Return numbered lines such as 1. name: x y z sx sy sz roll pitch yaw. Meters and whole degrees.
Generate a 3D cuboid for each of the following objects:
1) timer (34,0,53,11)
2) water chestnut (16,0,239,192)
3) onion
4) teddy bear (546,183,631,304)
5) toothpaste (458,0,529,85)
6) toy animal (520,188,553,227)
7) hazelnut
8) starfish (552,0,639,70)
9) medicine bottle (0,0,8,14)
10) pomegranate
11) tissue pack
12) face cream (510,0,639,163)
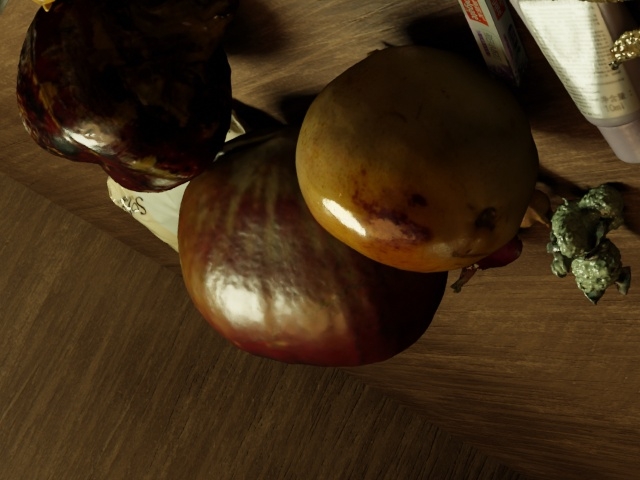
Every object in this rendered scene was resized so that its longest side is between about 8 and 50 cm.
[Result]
1. timer: -0.345 -0.378 1.867 0.132 0.152 0.132 24 165 7
2. water chestnut: -0.247 -0.236 1.985 0.347 0.335 0.335 -24 136 31
3. onion: 0.243 0.019 2.281 0.150 0.140 0.150 28 168 7
4. teddy bear: 0.377 0.000 2.026 0.111 0.133 0.213 48 172 37
5. toothpaste: 0.198 -0.247 1.634 0.047 0.040 0.196 16 162 26
6. toy animal: 0.244 -0.102 2.030 0.224 0.066 0.229 42 179 13
7. hazelnut: 0.000 0.000 2.219 0.429 0.402 0.402 8 158 32
8. starfish: 0.374 -0.229 1.352 0.302 0.060 0.299 1 155 42
9. medicine bottle: -0.599 -0.429 2.162 0.250 0.131 0.131 27 166 -5
10. pomegranate: 0.119 -0.112 1.795 0.319 0.319 0.319 24 165 7
11. tissue pack: -0.151 -0.082 2.531 0.375 0.195 0.390 -17 139 40
12. face cream: 0.299 -0.208 1.535 0.154 0.096 0.274 10 146 54
